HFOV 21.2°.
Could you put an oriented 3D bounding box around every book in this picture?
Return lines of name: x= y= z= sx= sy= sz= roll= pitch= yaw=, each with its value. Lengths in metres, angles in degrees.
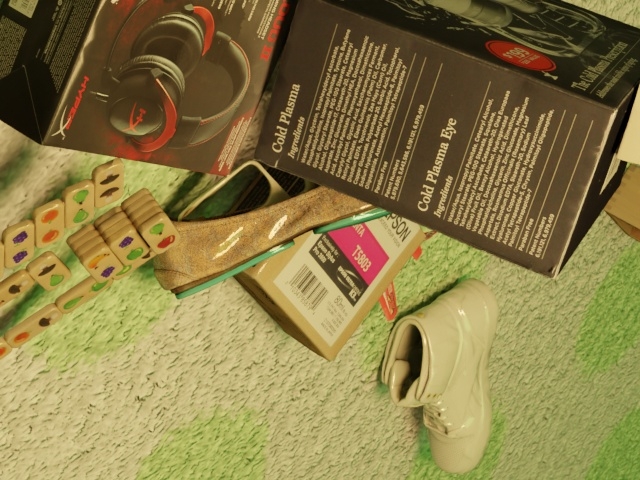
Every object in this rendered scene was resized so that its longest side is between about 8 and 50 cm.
book: x=0.312 y=-0.121 z=1.628 sx=0.144 sy=0.035 sz=0.096 roll=-9 pitch=116 yaw=-74

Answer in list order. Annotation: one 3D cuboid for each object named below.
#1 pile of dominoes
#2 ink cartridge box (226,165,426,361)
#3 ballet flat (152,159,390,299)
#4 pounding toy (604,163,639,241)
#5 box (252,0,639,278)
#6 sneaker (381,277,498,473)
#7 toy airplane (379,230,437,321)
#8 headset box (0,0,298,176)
pile of dominoes: x=-0.248 y=0.041 z=1.549 sx=0.251 sy=0.040 sz=0.196 roll=-35 pitch=157 yaw=-4
ink cartridge box: x=0.000 y=0.000 z=1.912 sx=0.193 sy=0.088 sz=0.234 roll=-52 pitch=146 yaw=-8
ballet flat: x=-0.028 y=-0.042 z=1.739 sx=0.316 sy=0.106 sz=0.107 roll=-22 pitch=-178 yaw=-8
pounding toy: x=0.550 y=-0.015 z=2.569 sx=0.094 sy=0.181 sz=0.206 roll=-58 pitch=148 yaw=-1
box: x=0.151 y=-0.143 z=1.697 sx=0.343 sy=0.313 sz=0.178 roll=-42 pitch=151 yaw=-64
sneaker: x=0.145 y=0.205 z=2.285 sx=0.169 sy=0.108 sz=0.292 roll=-23 pitch=124 yaw=-41
toy airplane: x=0.086 y=0.018 z=2.101 sx=0.151 sy=0.028 sz=0.151 roll=-16 pitch=115 yaw=-39
headset box: x=-0.145 y=-0.185 z=1.535 sx=0.293 sy=0.110 sz=0.218 roll=8 pitch=109 yaw=-56
